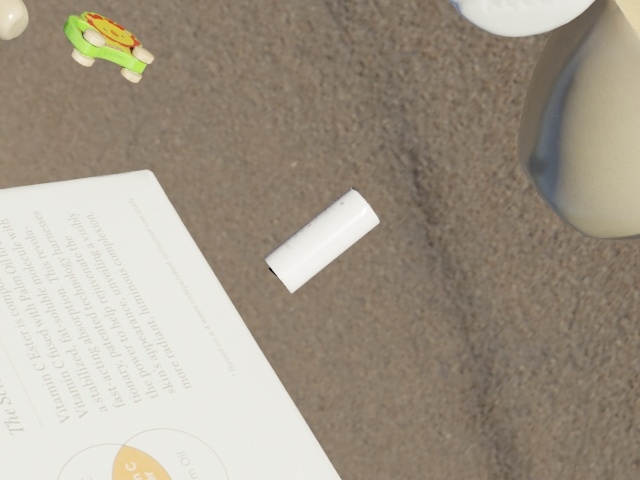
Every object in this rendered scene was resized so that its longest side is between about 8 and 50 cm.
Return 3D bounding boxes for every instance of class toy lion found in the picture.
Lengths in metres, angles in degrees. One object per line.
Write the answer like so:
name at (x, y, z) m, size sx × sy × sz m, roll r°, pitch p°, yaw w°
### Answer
toy lion at (-0.223, -0.208, 1.167) m, size 0.034 × 0.100 × 0.096 m, roll -54°, pitch 53°, yaw 19°

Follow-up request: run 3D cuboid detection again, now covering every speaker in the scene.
speaker at (0.000, 0.000, 1.316) m, size 0.055 × 0.136 × 0.055 m, roll 50°, pitch 175°, yaw 6°

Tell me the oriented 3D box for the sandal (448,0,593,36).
sandal at (0.055, -0.315, 0.710) m, size 0.169 × 0.102 × 0.416 m, roll -19°, pitch 119°, yaw 17°

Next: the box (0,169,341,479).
box at (-0.196, 0.119, 0.473) m, size 0.215 × 0.345 × 0.168 m, roll 56°, pitch 137°, yaw 28°

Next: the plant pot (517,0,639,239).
plant pot at (0.310, -0.109, 1.135) m, size 0.284 × 0.284 × 0.191 m, roll 49°, pitch 119°, yaw 2°

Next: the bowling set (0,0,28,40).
bowling set at (-0.413, -0.259, 1.182) m, size 0.154 × 0.200 × 0.287 m, roll 40°, pitch 117°, yaw 10°
